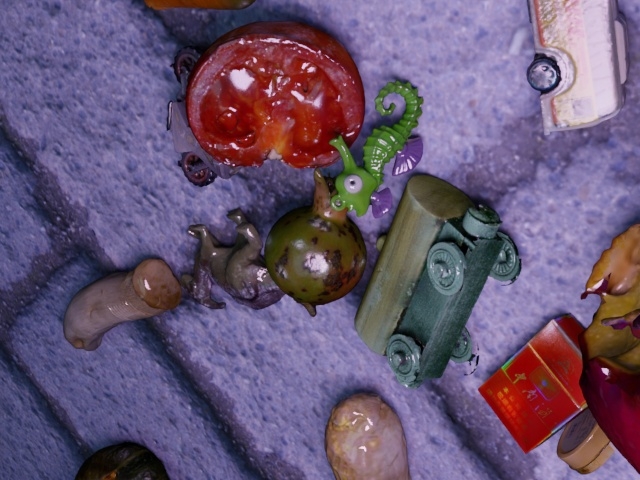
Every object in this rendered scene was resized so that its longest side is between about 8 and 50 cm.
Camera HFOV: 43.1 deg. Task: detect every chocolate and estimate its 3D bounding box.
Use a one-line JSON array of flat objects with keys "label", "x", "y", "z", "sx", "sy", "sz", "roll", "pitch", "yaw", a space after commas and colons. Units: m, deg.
[{"label": "chocolate", "x": 0.083, "y": 0.372, "z": 1.290, "sx": 0.134, "sy": 0.134, "sz": 0.309, "roll": 3, "pitch": 119, "yaw": 34}]

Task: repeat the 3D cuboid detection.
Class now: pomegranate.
[{"label": "pomegranate", "x": 0.012, "y": -0.002, "z": 1.133, "sx": 0.156, "sy": 0.156, "sz": 0.220, "roll": 45, "pitch": 115, "yaw": 8}]

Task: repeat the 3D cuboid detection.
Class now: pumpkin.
[{"label": "pumpkin", "x": -0.411, "y": 0.539, "z": 1.704, "sx": 0.238, "sy": 0.159, "sz": 0.238, "roll": 1, "pitch": 92, "yaw": 31}]

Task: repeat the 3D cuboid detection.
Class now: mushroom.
[{"label": "mushroom", "x": -0.387, "y": 0.125, "z": 1.517, "sx": 0.123, "sy": 0.095, "sz": 0.351, "roll": 46, "pitch": 135, "yaw": -17}]

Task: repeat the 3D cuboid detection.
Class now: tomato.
[{"label": "tomato", "x": -0.058, "y": -0.205, "z": 1.082, "sx": 0.233, "sy": 0.140, "sz": 0.200, "roll": 6, "pitch": 131, "yaw": -6}]

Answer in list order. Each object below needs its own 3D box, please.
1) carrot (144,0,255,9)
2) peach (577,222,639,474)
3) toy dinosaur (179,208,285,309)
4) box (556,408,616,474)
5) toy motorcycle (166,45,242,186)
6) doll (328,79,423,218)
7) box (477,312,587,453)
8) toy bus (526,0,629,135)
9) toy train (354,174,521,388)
[{"label": "carrot", "x": -0.169, "y": -0.359, "z": 1.115, "sx": 0.193, "sy": 0.087, "sz": 0.087, "roll": 12, "pitch": 120, "yaw": 33}, {"label": "peach", "x": 0.432, "y": 0.049, "z": 0.747, "sx": 0.353, "sy": 0.339, "sz": 0.417, "roll": 4, "pitch": 115, "yaw": 11}, {"label": "toy dinosaur", "x": -0.139, "y": 0.037, "z": 1.309, "sx": 0.294, "sy": 0.077, "sz": 0.162, "roll": 1, "pitch": 119, "yaw": 51}, {"label": "box", "x": 0.351, "y": 0.250, "z": 1.047, "sx": 0.037, "sy": 0.105, "sz": 0.105, "roll": 36, "pitch": 130, "yaw": 3}, {"label": "toy motorcycle", "x": -0.170, "y": -0.179, "z": 1.213, "sx": 0.122, "sy": 0.080, "sz": 0.215, "roll": 13, "pitch": 116, "yaw": 30}, {"label": "doll", "x": 0.072, "y": -0.115, "z": 1.034, "sx": 0.115, "sy": 0.190, "sz": 0.050, "roll": 36, "pitch": 174, "yaw": -25}, {"label": "box", "x": 0.300, "y": 0.191, "z": 1.071, "sx": 0.112, "sy": 0.048, "sz": 0.175, "roll": 54, "pitch": 134, "yaw": 24}, {"label": "toy bus", "x": 0.267, "y": -0.252, "z": 0.862, "sx": 0.106, "sy": 0.092, "sz": 0.268, "roll": -3, "pitch": 111, "yaw": 26}, {"label": "toy train", "x": 0.151, "y": 0.059, "z": 1.102, "sx": 0.189, "sy": 0.126, "sz": 0.307, "roll": 57, "pitch": 141, "yaw": 42}]
